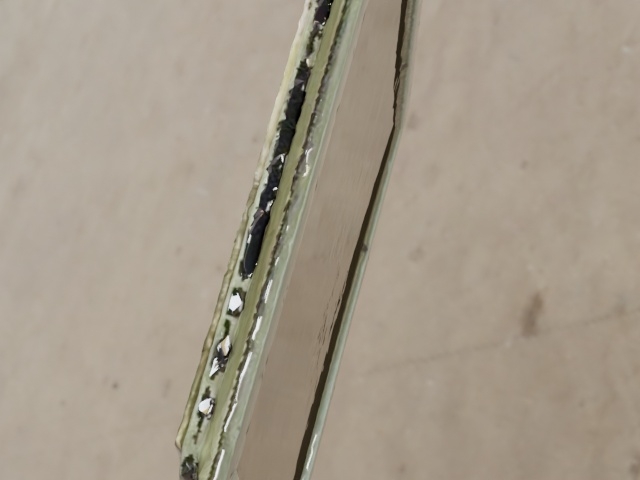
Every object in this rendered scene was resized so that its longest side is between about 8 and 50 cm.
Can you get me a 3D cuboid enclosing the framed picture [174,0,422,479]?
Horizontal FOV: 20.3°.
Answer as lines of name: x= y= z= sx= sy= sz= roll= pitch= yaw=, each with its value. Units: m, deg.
framed picture: x=0.000 y=0.000 z=0.488 sx=0.274 sy=0.017 sz=0.217 roll=93 pitch=-169 yaw=-68
